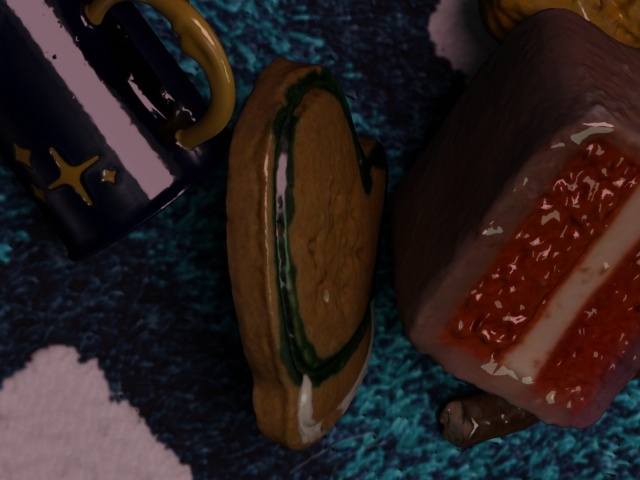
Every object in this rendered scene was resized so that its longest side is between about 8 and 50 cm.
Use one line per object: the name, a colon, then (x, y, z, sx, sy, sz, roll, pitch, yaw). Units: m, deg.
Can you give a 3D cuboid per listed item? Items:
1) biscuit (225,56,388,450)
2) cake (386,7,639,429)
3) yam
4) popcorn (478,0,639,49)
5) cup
biscuit: (0.002, 0.000, 1.695, 0.287, 0.057, 0.344, -49, 138, -56)
cake: (0.219, -0.018, 1.719, 0.237, 0.230, 0.309, 27, 114, -19)
yam: (0.226, 0.144, 1.873, 0.241, 0.057, 0.057, -19, 97, -21)
popcorn: (0.299, -0.274, 1.814, 0.332, 0.225, 0.265, -14, 93, -27)
cup: (-0.181, -0.155, 1.608, 0.255, 0.178, 0.256, -30, 103, 23)
